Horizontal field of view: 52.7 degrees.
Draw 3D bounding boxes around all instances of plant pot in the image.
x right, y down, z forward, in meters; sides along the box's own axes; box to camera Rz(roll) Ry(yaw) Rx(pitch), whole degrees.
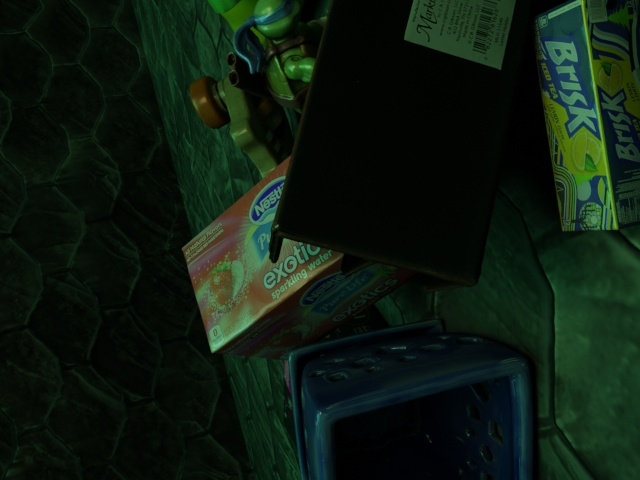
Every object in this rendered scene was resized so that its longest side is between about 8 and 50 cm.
[{"bbox_3d":[0.087,0.223,0.744,0.212,0.235,0.236,-141,43,-70],"label":"plant pot"}]

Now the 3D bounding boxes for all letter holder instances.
[{"bbox_3d":[0.061,-0.116,0.572,0.214,0.152,0.302,132,152,-79],"label":"letter holder"}]

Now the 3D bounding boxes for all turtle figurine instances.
[{"bbox_3d":[0.043,-0.206,0.800,0.197,0.274,0.266,30,153,35],"label":"turtle figurine"}]

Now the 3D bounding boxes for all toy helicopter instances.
[{"bbox_3d":[-0.069,-0.116,1.052,0.235,0.140,0.355,32,-141,-63],"label":"toy helicopter"}]

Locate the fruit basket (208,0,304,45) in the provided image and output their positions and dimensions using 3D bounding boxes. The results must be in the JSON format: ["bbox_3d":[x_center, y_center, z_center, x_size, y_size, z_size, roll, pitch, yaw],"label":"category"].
[{"bbox_3d":[-0.094,-0.454,0.902,0.283,0.392,0.392,-39,54,18],"label":"fruit basket"}]

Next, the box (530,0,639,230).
[{"bbox_3d":[0.209,-0.094,0.486,0.059,0.054,0.169,180,80,-69],"label":"box"}]

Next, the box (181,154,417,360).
[{"bbox_3d":[0.000,0.000,0.748,0.300,0.142,0.154,-37,58,24],"label":"box"}]

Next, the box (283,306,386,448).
[{"bbox_3d":[0.036,0.242,0.998,0.163,0.142,0.247,-128,32,-48],"label":"box"}]
